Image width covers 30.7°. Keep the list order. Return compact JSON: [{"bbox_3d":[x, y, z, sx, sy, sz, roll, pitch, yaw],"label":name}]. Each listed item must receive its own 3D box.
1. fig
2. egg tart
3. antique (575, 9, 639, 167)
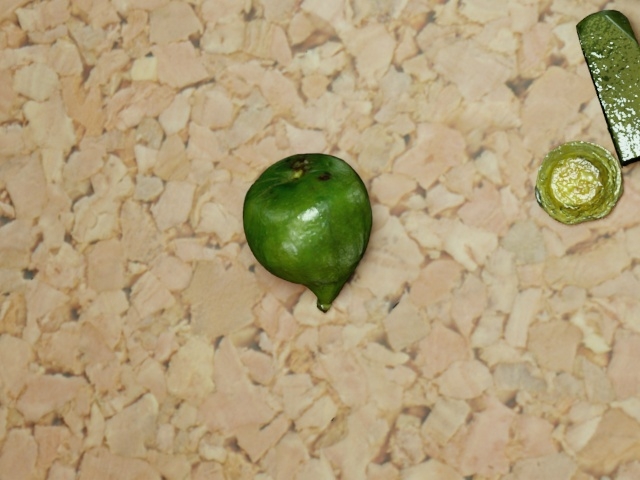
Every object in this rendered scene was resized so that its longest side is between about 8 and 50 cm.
[{"bbox_3d":[0.000,0.000,1.782,0.203,0.203,0.235,-17,124,16],"label":"fig"},{"bbox_3d":[0.378,-0.083,1.706,0.130,0.052,0.130,0,89,14],"label":"egg tart"},{"bbox_3d":[0.432,-0.221,1.663,0.080,0.081,0.220,-19,83,12],"label":"antique"}]
